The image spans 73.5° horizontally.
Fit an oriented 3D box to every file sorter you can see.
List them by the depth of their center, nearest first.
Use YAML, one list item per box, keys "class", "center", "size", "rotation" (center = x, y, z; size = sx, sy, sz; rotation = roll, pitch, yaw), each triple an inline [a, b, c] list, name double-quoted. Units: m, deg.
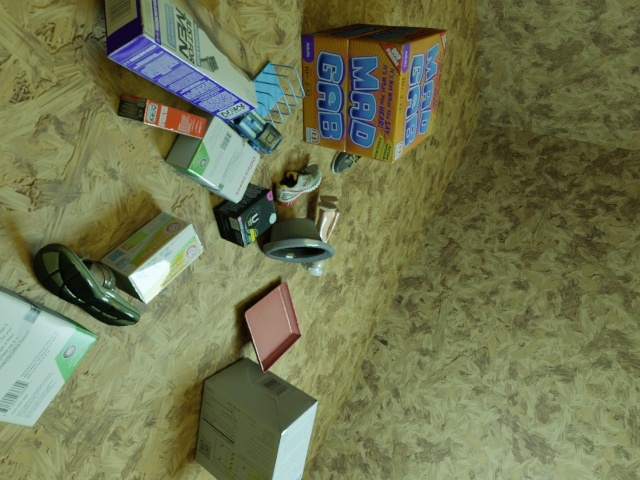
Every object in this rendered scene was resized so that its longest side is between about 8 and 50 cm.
- class: "file sorter"
  center: [-0.140, -0.416, 1.253]
  size: [0.170, 0.104, 0.118]
  rotation: [-56, 149, -22]

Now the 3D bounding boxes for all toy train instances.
- class: "toy train"
  center: [-0.190, -0.315, 1.182]
  size: [0.184, 0.105, 0.080]
  rotation: [42, 77, -33]

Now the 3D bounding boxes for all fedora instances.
- class: "fedora"
  center: [-0.082, -0.006, 1.547]
  size: [0.275, 0.243, 0.124]
  rotation: [15, 66, -50]

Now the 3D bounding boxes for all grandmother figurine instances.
- class: "grandmother figurine"
  center: [0.000, 0.000, 1.739]
  size: [0.208, 0.104, 0.343]
  rotation: [-59, 163, -58]

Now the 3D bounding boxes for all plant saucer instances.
- class: "plant saucer"
  center: [-0.186, 0.322, 1.638]
  size: [0.258, 0.047, 0.259]
  rotation: [-36, 118, -50]

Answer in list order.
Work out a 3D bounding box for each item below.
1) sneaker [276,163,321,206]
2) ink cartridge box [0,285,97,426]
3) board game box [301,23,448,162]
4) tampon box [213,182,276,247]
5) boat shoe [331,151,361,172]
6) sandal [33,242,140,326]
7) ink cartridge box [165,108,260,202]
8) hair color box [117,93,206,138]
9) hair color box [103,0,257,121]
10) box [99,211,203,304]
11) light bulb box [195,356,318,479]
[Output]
- class: "sneaker"
  center: [-0.073, -0.212, 1.521]
  size: [0.225, 0.088, 0.093]
  rotation: [-47, 143, -36]
- class: "ink cartridge box"
  center: [-0.616, 0.203, 0.804]
  size: [0.211, 0.121, 0.289]
  rotation: [-58, 150, -20]
- class: "board game box"
  center: [0.182, -0.525, 1.480]
  size: [0.356, 0.356, 0.356]
  rotation: [-39, 139, -44]
- class: "tampon box"
  center: [-0.227, -0.080, 1.320]
  size: [0.161, 0.101, 0.120]
  rotation: [-46, 145, -37]
- class: "boat shoe"
  center: [0.129, -0.356, 1.797]
  size: [0.228, 0.068, 0.081]
  rotation: [-51, 147, -31]
- class: "sandal"
  center: [-0.511, 0.098, 0.960]
  size: [0.303, 0.120, 0.086]
  rotation: [71, 19, -52]
- class: "ink cartridge box"
  center: [-0.279, -0.219, 1.149]
  size: [0.160, 0.092, 0.219]
  rotation: [-66, 152, -8]
- class: "hair color box"
  center: [-0.356, -0.280, 0.976]
  size: [0.167, 0.093, 0.053]
  rotation: [-3, 109, -60]
- class: "hair color box"
  center: [-0.284, -0.412, 0.925]
  size: [0.339, 0.110, 0.185]
  rotation: [14, 64, -63]
- class: "box"
  center: [-0.411, 0.038, 1.065]
  size: [0.203, 0.114, 0.103]
  rotation: [-50, 146, -35]
- class: "light bulb box"
  center: [-0.236, 0.685, 1.536]
  size: [0.225, 0.357, 0.361]
  rotation: [-16, 123, -55]
